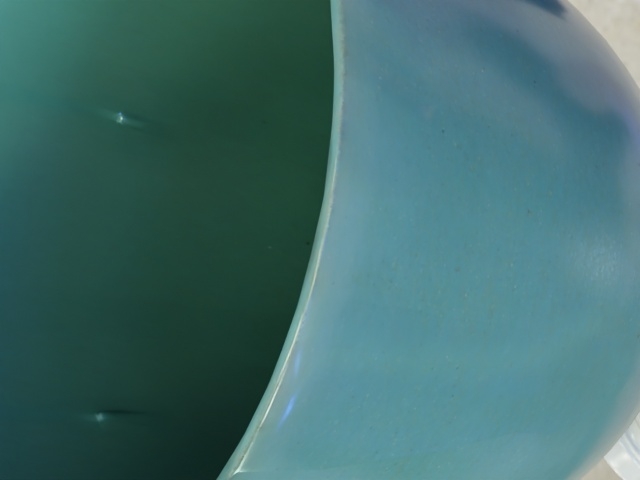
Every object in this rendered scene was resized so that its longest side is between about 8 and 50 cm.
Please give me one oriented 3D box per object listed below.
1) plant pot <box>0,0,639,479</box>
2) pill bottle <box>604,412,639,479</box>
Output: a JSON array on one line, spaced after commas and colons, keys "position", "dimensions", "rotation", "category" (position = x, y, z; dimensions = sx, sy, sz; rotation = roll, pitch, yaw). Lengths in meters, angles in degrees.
[{"position": [0.000, 0.000, 0.616], "dimensions": [0.235, 0.293, 0.293], "rotation": [13, 147, -39], "category": "plant pot"}, {"position": [0.375, 0.146, 1.520], "dimensions": [0.221, 0.124, 0.124], "rotation": [-37, 123, 26], "category": "pill bottle"}]
